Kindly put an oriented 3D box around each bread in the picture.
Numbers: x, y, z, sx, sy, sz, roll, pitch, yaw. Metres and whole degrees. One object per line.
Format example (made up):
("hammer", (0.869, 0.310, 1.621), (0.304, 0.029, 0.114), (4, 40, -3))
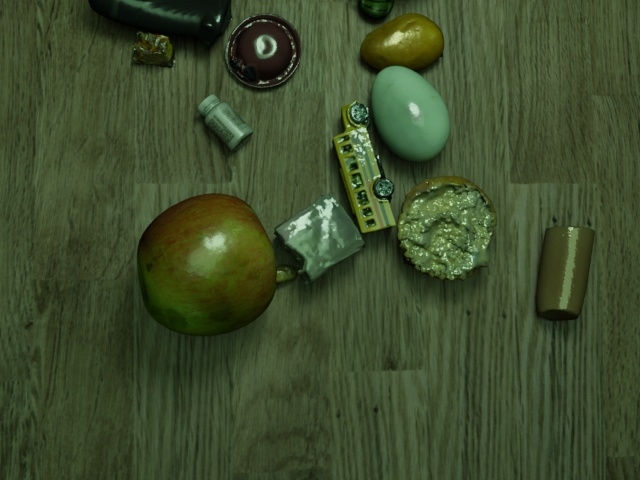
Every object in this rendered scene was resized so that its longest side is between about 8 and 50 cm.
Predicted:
("bread", (0.317, -0.032, 1.499), (0.275, 0.149, 0.273), (0, 90, -10))

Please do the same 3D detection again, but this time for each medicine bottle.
("medicine bottle", (-0.248, -0.304, 1.500), (0.079, 0.079, 0.140), (-44, 91, -6))

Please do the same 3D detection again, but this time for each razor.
("razor", (-0.396, -0.612, 1.471), (0.350, 0.113, 0.204), (15, 61, -5))

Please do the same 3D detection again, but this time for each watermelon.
("watermelon", (0.144, -0.638, 1.542), (0.109, 0.109, 0.108), (0, 87, -5))

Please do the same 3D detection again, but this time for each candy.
("candy", (0.000, 0.000, 1.472), (0.195, 0.137, 0.184), (-33, 90, -12))

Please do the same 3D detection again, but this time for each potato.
("potato", (-0.103, 0.088, 1.507), (0.092, 0.045, 0.046), (-14, 71, -13))

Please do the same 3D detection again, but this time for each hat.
("hat", (-0.148, -0.500, 1.516), (0.206, 0.089, 0.205), (0, 87, -4))

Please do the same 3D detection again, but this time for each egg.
("egg", (0.225, -0.325, 1.490), (0.183, 0.183, 0.264), (-27, 82, -6))

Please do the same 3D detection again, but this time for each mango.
("mango", (0.216, -0.521, 1.540), (0.228, 0.109, 0.147), (-7, 111, -6))

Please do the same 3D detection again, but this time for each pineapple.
("pineapple", (-0.419, -0.484, 1.494), (0.116, 0.137, 0.069), (14, 88, -46))

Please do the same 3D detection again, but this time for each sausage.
("sausage", (0.640, 0.090, 1.531), (0.123, 0.123, 0.252), (9, 86, -4))

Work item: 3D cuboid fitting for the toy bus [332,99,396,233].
("toy bus", (0.108, -0.184, 1.506), (0.123, 0.121, 0.335), (-17, 89, 3))

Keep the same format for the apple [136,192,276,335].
("apple", (-0.267, 0.058, 1.355), (0.340, 0.339, 0.339), (0, 87, -5))
